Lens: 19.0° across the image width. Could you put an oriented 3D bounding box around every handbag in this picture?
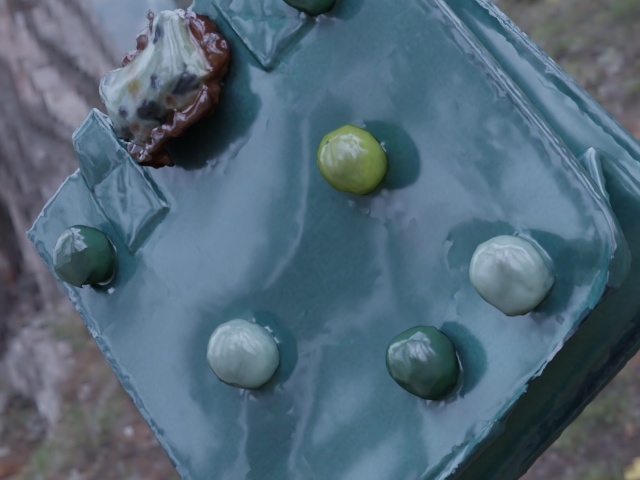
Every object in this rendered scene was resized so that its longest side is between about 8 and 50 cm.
[{"bbox_3d":[-0.002,0.002,0.884,0.100,0.274,0.269,-11,-33,-53],"label":"handbag"}]
